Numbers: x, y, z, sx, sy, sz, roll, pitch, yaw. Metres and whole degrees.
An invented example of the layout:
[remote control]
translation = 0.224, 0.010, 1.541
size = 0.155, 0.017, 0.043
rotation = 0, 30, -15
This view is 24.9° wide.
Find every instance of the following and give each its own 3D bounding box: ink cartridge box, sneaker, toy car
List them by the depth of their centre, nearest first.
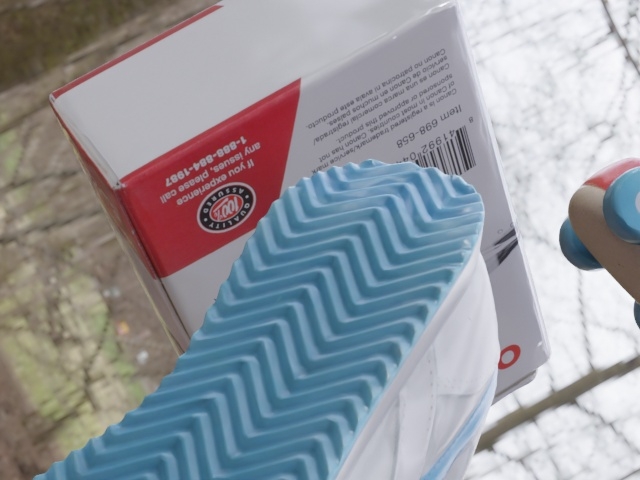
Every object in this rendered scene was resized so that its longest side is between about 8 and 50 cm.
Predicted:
[sneaker]
translation = -0.020, 0.083, 0.379
size = 0.087, 0.228, 0.092
rotation = 20, -37, 34
[ink cartridge box]
translation = 0.000, 0.000, 0.815
size = 0.114, 0.197, 0.272
rotation = 47, -17, 49
[toy car]
translation = 0.392, -0.038, 1.451
size = 0.210, 0.238, 0.219
rotation = 45, -9, 4
